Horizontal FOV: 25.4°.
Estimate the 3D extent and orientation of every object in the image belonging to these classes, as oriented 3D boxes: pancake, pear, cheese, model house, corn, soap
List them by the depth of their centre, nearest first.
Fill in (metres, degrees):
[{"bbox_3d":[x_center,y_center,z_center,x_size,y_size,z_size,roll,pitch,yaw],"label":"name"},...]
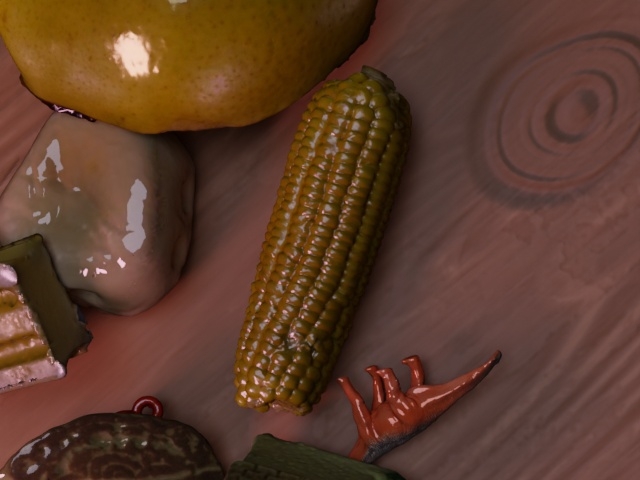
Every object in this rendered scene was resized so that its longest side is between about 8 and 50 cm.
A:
[{"bbox_3d":[-0.027,0.314,1.327,0.195,0.189,0.214,18,96,13],"label":"model house"},{"bbox_3d":[-0.207,0.287,1.400,0.250,0.031,0.250,-2,95,-22],"label":"pancake"},{"bbox_3d":[-0.140,-0.289,1.411,0.386,0.191,0.340,-15,61,-5],"label":"pear"},{"bbox_3d":[0.000,0.000,1.420,0.120,0.120,0.363,18,86,15],"label":"corn"},{"bbox_3d":[-0.354,0.090,1.453,0.233,0.076,0.135,-17,105,31],"label":"soap"},{"bbox_3d":[-0.236,-0.035,1.479,0.218,0.117,0.235,-22,74,10],"label":"cheese"}]

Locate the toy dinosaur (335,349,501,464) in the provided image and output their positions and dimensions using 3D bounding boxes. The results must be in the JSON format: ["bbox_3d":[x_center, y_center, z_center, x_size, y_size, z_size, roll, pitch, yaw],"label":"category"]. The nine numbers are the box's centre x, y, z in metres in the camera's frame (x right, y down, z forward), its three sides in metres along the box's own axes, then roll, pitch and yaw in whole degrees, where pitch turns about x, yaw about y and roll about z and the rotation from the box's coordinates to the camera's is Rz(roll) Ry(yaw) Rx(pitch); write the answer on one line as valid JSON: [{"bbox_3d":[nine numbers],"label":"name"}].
[{"bbox_3d":[0.053,0.176,1.412,0.279,0.055,0.101,-27,77,21],"label":"toy dinosaur"}]

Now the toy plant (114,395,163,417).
[{"bbox_3d":[-0.241,0.277,1.449,0.240,0.088,0.155,-28,88,-5],"label":"toy plant"}]
